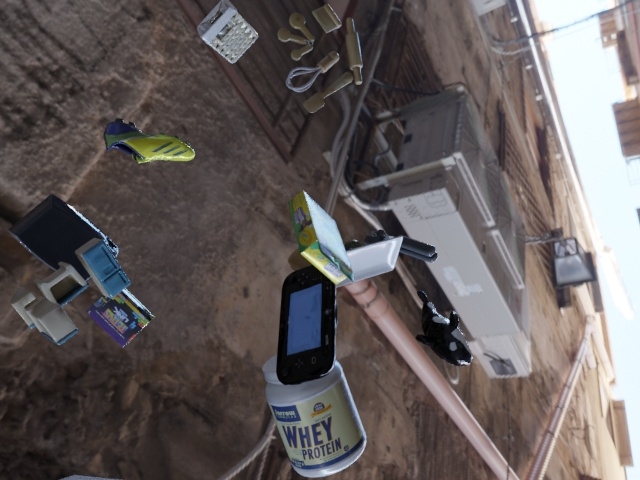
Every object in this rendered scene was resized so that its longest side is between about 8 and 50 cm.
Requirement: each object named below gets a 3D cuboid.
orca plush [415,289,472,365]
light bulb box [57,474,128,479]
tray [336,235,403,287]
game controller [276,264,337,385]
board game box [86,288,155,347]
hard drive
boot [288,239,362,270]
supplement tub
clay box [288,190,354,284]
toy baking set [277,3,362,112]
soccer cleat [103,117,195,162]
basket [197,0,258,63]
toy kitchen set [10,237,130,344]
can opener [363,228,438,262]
[{"bbox_3d":[0.319,0.252,1.521,0.102,0.151,0.287,-2,-138,-15],"label":"orca plush"},{"bbox_3d":[-0.613,0.715,1.236,0.361,0.358,0.225,-10,-99,30],"label":"light bulb box"},{"bbox_3d":[0.120,0.062,1.610,0.271,0.145,0.030,-14,-133,-27],"label":"tray"},{"bbox_3d":[-0.032,0.201,1.337,0.167,0.067,0.319,-28,-135,33],"label":"game controller"},{"bbox_3d":[-0.651,0.241,1.741,0.141,0.170,0.048,-44,-176,13],"label":"board game box"},{"bbox_3d":[-0.707,0.009,1.489,0.172,0.254,0.054,-40,-140,-2],"label":"hard drive"},{"bbox_3d":[0.009,0.053,2.005,0.236,0.089,0.269,-34,-158,-9],"label":"boot"},{"bbox_3d":[-0.021,0.483,1.556,0.236,0.324,0.235,-20,-173,3],"label":"supplement tub"},{"bbox_3d":[0.000,0.000,1.163,0.053,0.127,0.222,-36,-144,16],"label":"clay box"},{"bbox_3d":[0.005,-0.416,1.224,0.197,0.256,0.030,-10,175,-17],"label":"toy baking set"},{"bbox_3d":[-0.539,-0.287,1.689,0.093,0.289,0.121,-20,-117,48],"label":"soccer cleat"},{"bbox_3d":[-0.241,-0.541,1.382,0.113,0.103,0.167,-43,-148,10],"label":"basket"},{"bbox_3d":[-0.457,0.112,1.043,0.166,0.122,0.207,11,-137,41],"label":"toy kitchen set"},{"bbox_3d":[0.293,0.027,1.959,0.281,0.074,0.093,16,-118,36],"label":"can opener"}]
